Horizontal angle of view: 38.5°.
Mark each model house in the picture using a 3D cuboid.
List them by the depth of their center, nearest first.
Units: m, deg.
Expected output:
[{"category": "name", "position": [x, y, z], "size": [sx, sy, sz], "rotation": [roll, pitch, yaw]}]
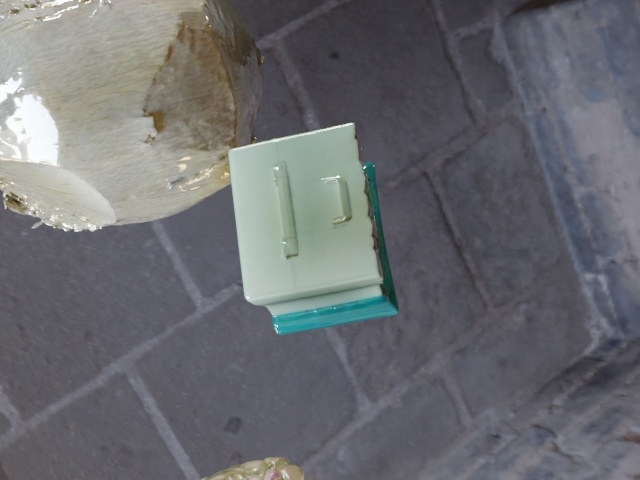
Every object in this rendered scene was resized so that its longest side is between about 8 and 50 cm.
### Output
[{"category": "model house", "position": [0.000, 0.000, 0.699], "size": [0.100, 0.149, 0.127], "rotation": [-10, 71, 6]}]

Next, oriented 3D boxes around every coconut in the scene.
[{"category": "coconut", "position": [-0.233, -0.183, 1.072], "size": [0.360, 0.346, 0.346], "rotation": [-18, 99, -15]}]

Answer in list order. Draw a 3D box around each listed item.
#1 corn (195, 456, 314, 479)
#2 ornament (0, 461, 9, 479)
[{"category": "corn", "position": [-0.149, 0.240, 0.630], "size": [0.335, 0.126, 0.127], "rotation": [-17, 99, -13]}, {"category": "ornament", "position": [-0.512, 0.306, 1.118], "size": [0.217, 0.221, 0.235], "rotation": [-32, 77, -18]}]
